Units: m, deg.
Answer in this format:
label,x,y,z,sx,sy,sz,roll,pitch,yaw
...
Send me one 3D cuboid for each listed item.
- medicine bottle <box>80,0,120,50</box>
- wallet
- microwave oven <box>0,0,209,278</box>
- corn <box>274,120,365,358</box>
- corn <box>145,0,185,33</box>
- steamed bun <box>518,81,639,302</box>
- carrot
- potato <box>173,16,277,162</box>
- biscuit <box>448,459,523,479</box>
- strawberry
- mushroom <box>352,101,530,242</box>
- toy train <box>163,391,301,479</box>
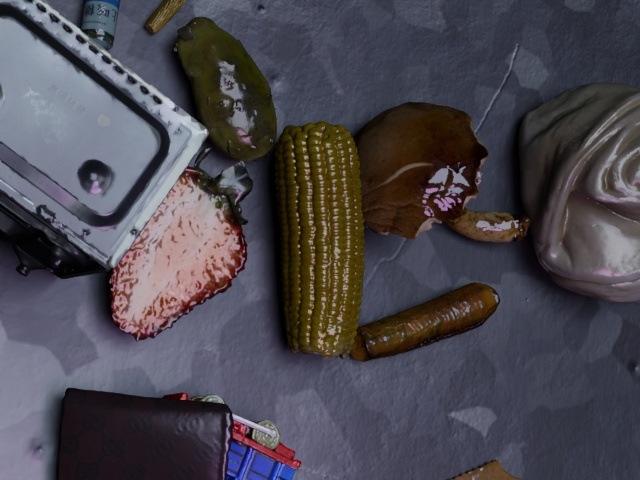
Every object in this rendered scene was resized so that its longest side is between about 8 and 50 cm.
label,x,y,z,sx,sy,sz,roll,pitch,yaw
medicine bottle,-0.309,-0.336,1.877,0.051,0.051,0.191,12,75,-25
wallet,-0.233,0.293,1.748,0.229,0.049,0.182,5,89,-2
microwave oven,-0.399,-0.141,1.638,0.394,0.333,0.247,38,75,-16
corn,0.000,0.000,1.926,0.131,0.131,0.345,0,87,-27
corn,-0.226,-0.337,1.934,0.028,0.027,0.083,37,67,2
steamed bun,0.504,-0.091,2.136,0.342,0.255,0.368,-12,84,-27
carrot,0.160,0.125,2.022,0.260,0.070,0.070,-16,88,-28
potato,-0.136,-0.219,1.921,0.117,0.090,0.226,-29,97,-33
biscuit,0.248,0.472,2.031,0.232,0.013,0.237,-17,89,-28
strawberry,-0.202,0.006,1.844,0.188,0.106,0.286,37,79,-12
mushroom,0.172,-0.055,2.020,0.302,0.233,0.208,59,19,-21
toy train,-0.134,0.294,1.830,0.204,0.082,0.131,30,70,-19
